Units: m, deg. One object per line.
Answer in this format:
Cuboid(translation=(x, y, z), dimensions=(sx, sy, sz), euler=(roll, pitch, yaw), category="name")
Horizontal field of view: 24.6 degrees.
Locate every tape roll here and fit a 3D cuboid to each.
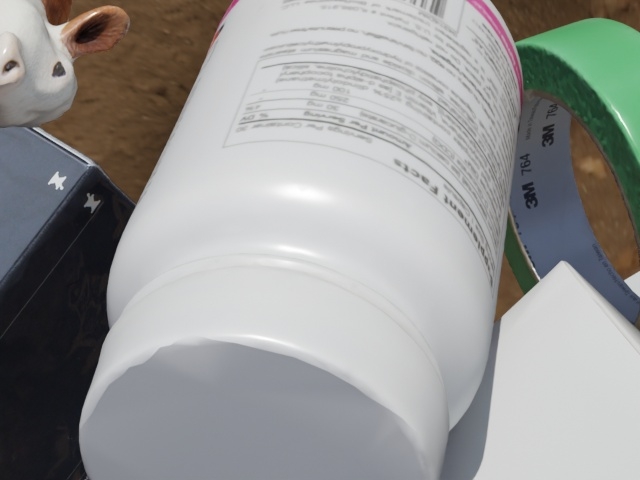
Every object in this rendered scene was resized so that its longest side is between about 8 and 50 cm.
Cuboid(translation=(0.246, -0.029, 1.278), dimensions=(0.077, 0.321, 0.321), euler=(-20, 84, -16), category="tape roll")

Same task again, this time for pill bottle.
Cuboid(translation=(0.000, 0.000, 0.642), dimensions=(0.160, 0.283, 0.160), euler=(7, 129, 8), category="pill bottle")

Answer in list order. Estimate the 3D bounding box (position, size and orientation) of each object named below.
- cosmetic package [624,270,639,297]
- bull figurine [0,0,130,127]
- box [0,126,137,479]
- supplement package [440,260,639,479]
Cuboid(translation=(0.365, 0.122, 1.611), dimensions=(0.377, 0.284, 0.097), euler=(-34, 62, 26), category="cosmetic package")
Cuboid(translation=(-0.139, -0.198, 0.671), dimensions=(0.101, 0.188, 0.310), euler=(-5, 47, 24), category="bull figurine")
Cuboid(translation=(-0.255, 0.111, 1.193), dimensions=(0.179, 0.312, 0.343), euler=(30, 78, 35), category="box")
Cuboid(translation=(0.168, 0.185, 0.692), dimensions=(0.177, 0.175, 0.293), euler=(-44, 118, 9), category="supplement package")
